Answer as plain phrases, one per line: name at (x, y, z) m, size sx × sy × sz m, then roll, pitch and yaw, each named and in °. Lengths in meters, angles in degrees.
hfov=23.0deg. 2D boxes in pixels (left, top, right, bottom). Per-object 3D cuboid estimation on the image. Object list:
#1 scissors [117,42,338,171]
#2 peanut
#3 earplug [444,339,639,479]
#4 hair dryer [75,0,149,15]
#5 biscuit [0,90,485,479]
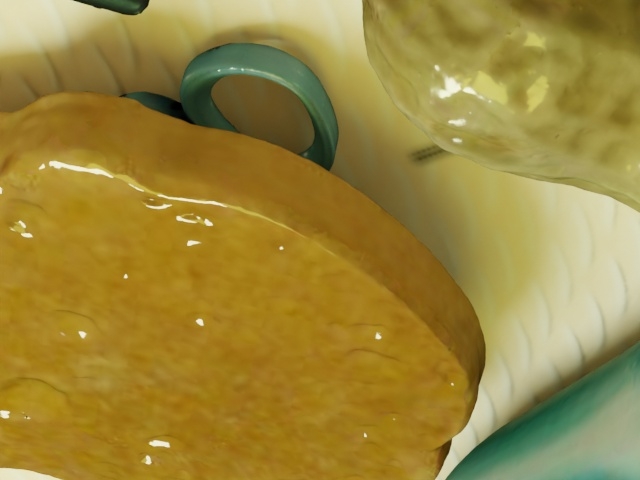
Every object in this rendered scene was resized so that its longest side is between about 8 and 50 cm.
scissors at (0.000, 0.000, 0.797) m, size 0.125 × 0.030 × 0.256 m, roll -20°, pitch 132°, yaw 32°
peanut at (0.153, -0.053, 0.641) m, size 0.298 × 0.136 × 0.120 m, roll 19°, pitch 116°, yaw -13°
earplug at (0.157, 0.149, 0.853) m, size 0.185 × 0.185 × 0.324 m, roll 28°, pitch 139°, yaw -23°
hair dryer at (-0.176, -0.176, 0.583) m, size 0.302 × 0.116 × 0.244 m, roll 13°, pitch 139°, yaw -24°
biscuit at (-0.094, 0.041, 0.811) m, size 0.351 × 0.057 × 0.312 m, roll -6°, pitch 139°, yaw 25°
